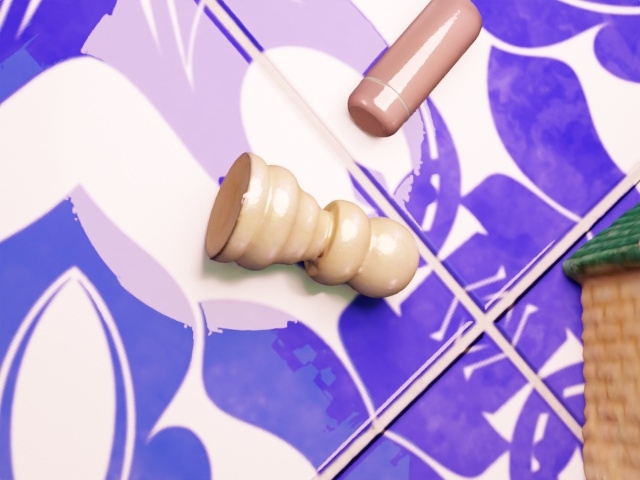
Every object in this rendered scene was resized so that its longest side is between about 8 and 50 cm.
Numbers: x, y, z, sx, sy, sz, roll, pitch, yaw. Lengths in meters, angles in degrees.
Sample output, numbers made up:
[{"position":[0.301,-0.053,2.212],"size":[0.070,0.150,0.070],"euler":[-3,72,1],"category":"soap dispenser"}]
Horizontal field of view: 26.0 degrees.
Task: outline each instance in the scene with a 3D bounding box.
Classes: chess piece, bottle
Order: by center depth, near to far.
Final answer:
[{"position":[0.000,0.000,1.122],"size":[0.171,0.094,0.094],"euler":[21,75,-17],"category":"chess piece"},{"position":[0.082,-0.151,1.189],"size":[0.053,0.053,0.140],"euler":[42,71,-6],"category":"bottle"}]

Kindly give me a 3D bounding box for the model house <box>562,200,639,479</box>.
[{"position":[0.386,0.049,1.073],"size":[0.335,0.382,0.342],"euler":[2,82,-17],"category":"model house"}]
